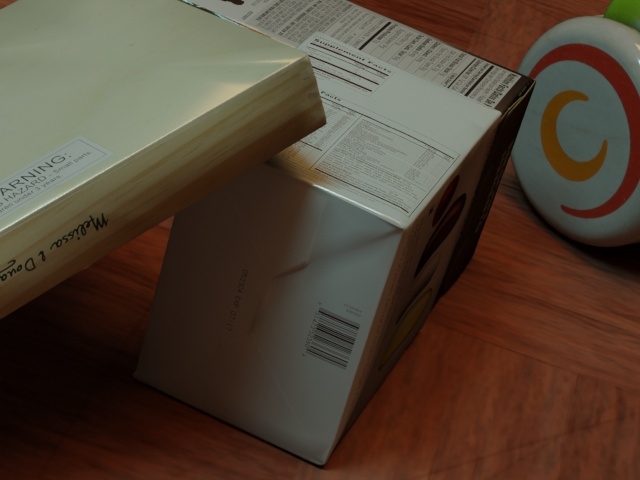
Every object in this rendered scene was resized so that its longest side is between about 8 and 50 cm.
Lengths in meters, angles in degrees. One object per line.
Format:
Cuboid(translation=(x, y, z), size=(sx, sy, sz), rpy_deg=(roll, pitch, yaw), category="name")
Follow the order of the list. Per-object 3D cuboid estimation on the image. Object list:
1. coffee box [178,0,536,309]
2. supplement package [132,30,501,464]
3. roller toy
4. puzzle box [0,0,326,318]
Cuboid(translation=(-0.008, -0.091, 1.379), size=(0.297, 0.168, 0.119), rpy_deg=(25, 32, 11), category="coffee box")
Cuboid(translation=(0.000, 0.000, 1.209), size=(0.149, 0.194, 0.203), rpy_deg=(25, 32, 11), category="supplement package")
Cuboid(translation=(0.264, -0.094, 1.499), size=(0.146, 0.209, 0.191), rpy_deg=(-10, 75, -37), category="roller toy")
Cuboid(translation=(-0.234, -0.030, 1.065), size=(0.409, 0.052, 0.272), rpy_deg=(-32, 35, -22), category="puzzle box")
